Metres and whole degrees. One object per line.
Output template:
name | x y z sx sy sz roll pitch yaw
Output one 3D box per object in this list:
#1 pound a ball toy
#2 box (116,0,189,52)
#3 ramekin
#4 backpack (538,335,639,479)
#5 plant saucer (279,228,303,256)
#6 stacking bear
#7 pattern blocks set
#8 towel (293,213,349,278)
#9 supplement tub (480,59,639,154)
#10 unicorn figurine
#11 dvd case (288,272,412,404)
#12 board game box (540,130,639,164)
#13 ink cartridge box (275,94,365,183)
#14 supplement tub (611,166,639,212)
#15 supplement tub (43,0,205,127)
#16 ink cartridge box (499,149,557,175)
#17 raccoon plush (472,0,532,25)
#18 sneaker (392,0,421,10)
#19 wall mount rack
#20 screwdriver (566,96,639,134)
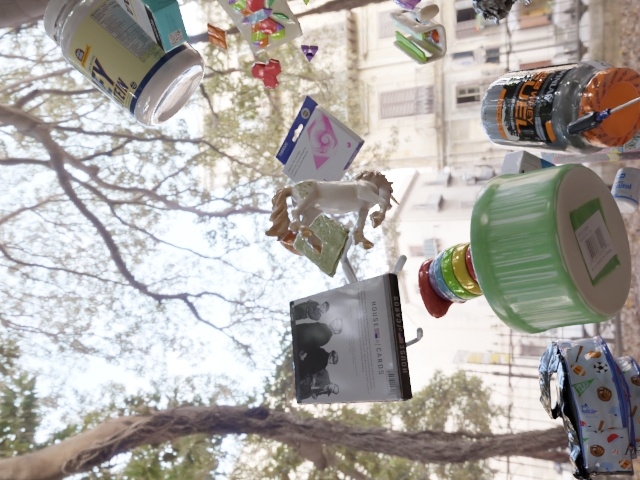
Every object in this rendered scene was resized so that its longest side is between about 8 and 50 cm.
pound a ball toy | 0.367 -0.791 1.828 0.319 0.135 0.208 -116 6 -50
box | -0.374 -0.508 1.034 0.060 0.244 0.100 -37 -20 -17
ramekin | 0.418 0.011 0.888 0.303 0.148 0.303 10 -106 -36
backpack | 0.611 0.351 1.109 0.276 0.213 0.263 -64 -47 -71
plant saucer | -0.024 0.007 1.462 0.200 0.200 0.037 -36 -47 -61
stacking bear | 0.402 0.077 1.301 0.175 0.289 0.164 -22 -98 -35
pattern blocks set | -0.140 -0.521 1.150 0.325 0.285 0.026 38 -141 -33
towel | 0.000 0.000 1.039 0.027 0.148 0.110 4 -67 -40
supplement tub | 0.526 -0.291 1.110 0.316 0.193 0.194 -150 49 -66
unicorn figurine | 0.027 -0.037 0.513 0.111 0.162 0.060 -96 20 -46
dvd case | 0.036 0.163 0.787 0.029 0.238 0.179 9 -111 -40
board game box | 0.737 -0.283 1.306 0.224 0.303 0.098 24 -109 -58
ink cartridge box | -0.027 -0.368 2.057 0.071 0.330 0.324 -25 -28 -55
supplement tub | 0.824 -0.135 1.344 0.107 0.071 0.071 -67 -30 -14
supplement tub | -0.479 -0.468 1.242 0.325 0.235 0.235 40 -143 -4
ink cartridge box | 0.440 -0.093 1.092 0.104 0.060 0.180 17 -95 -22
raccoon plush | 0.327 -0.467 0.585 0.216 0.446 0.299 49 -121 1
sneaker | 0.200 -0.652 1.268 0.104 0.095 0.236 30 -147 -30
wall mount rack | 0.132 0.093 1.171 0.350 0.130 0.304 -116 1 -47
screwdriver | 0.397 -0.179 0.667 0.024 0.025 0.170 -58 7 -18
